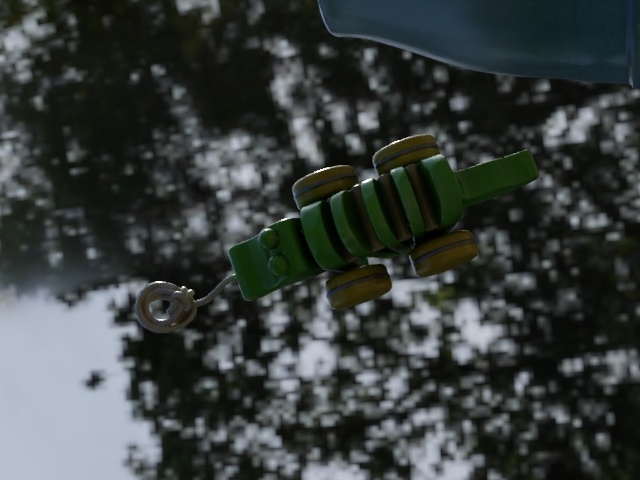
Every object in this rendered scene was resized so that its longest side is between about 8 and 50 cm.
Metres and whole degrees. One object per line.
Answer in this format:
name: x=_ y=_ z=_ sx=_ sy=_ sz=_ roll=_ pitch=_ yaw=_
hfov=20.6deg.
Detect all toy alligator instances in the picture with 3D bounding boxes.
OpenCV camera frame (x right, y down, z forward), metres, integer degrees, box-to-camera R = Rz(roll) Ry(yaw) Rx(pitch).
toy alligator: x=0.000 y=0.000 z=0.743 sx=0.051 sy=0.190 sz=0.056 roll=24 pitch=-134 yaw=-75

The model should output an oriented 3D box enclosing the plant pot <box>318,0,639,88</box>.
plant pot: x=0.129 y=-0.253 z=1.399 sx=0.271 sy=0.255 sz=0.271 roll=-1 pitch=-90 yaw=-79
